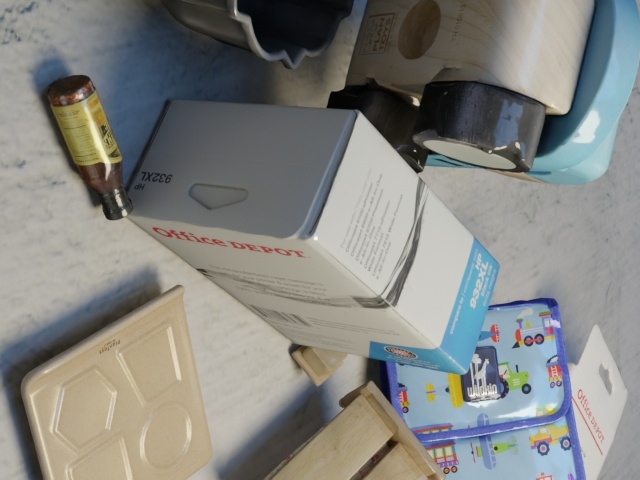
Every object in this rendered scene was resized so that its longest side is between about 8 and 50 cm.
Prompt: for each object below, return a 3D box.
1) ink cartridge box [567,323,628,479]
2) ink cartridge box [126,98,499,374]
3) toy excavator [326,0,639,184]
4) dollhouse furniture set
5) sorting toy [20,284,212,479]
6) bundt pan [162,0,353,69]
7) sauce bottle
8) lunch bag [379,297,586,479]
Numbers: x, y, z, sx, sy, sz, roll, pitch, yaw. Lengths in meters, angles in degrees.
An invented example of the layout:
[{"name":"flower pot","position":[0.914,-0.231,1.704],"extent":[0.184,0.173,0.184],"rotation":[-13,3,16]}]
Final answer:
[{"name":"ink cartridge box","position":[0.298,0.299,1.678],"extent":[0.353,0.119,0.207],"rotation":[-59,137,-26]},{"name":"ink cartridge box","position":[0.000,0.000,1.136],"extent":[0.307,0.223,0.129],"rotation":[42,64,-48]},{"name":"toy excavator","position":[0.205,-0.139,1.228],"extent":[0.445,0.433,0.222],"rotation":[19,84,-34]},{"name":"dollhouse furniture set","position":[-0.018,0.333,1.272],"extent":[0.303,0.174,0.355],"rotation":[-36,89,-41]},{"name":"sorting toy","position":[-0.183,0.164,1.091],"extent":[0.193,0.038,0.208],"rotation":[-32,126,-45]},{"name":"bundt pan","position":[-0.061,-0.320,1.039],"extent":[0.331,0.124,0.331],"rotation":[11,90,-67]},{"name":"sauce bottle","position":[-0.192,-0.077,1.020],"extent":[0.042,0.042,0.128],"rotation":[-46,133,-37]},{"name":"lunch bag","position":[0.188,0.202,1.446],"extent":[0.220,0.138,0.293],"rotation":[-8,97,-7]}]
